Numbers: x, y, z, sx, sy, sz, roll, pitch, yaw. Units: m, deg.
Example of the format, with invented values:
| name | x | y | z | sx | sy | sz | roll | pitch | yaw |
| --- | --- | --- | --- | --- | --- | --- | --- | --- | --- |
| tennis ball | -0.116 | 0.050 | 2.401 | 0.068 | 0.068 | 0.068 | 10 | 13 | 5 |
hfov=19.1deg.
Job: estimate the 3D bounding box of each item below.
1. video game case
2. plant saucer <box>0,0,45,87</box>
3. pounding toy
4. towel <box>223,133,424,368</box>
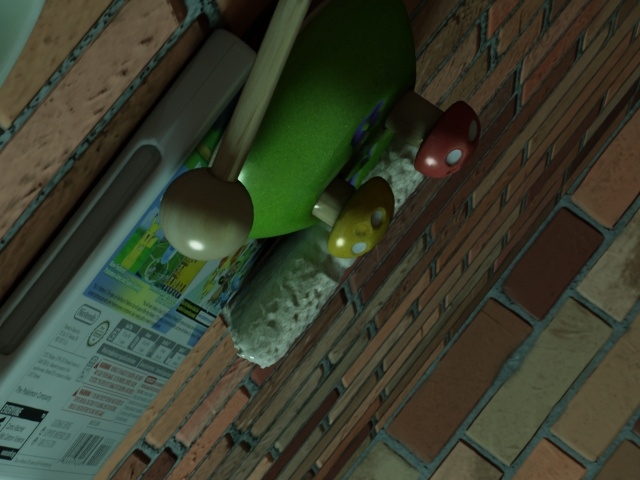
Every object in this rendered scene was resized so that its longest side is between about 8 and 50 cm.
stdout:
| name | x | y | z | sx | sy | sz | roll | pitch | yaw |
| --- | --- | --- | --- | --- | --- | --- | --- | --- | --- |
| video game case | -0.115 | 0.029 | 1.217 | 0.300 | 0.036 | 0.329 | -53 | 168 | -2 |
| plant saucer | -0.173 | -0.067 | 0.522 | 0.400 | 0.100 | 0.400 | -50 | 168 | -15 |
| pounding toy | 0.016 | -0.053 | 1.124 | 0.183 | 0.110 | 0.237 | -58 | 168 | 14 |
| towel | 0.000 | 0.000 | 1.370 | 0.187 | 0.049 | 0.282 | -53 | -174 | 1 |
